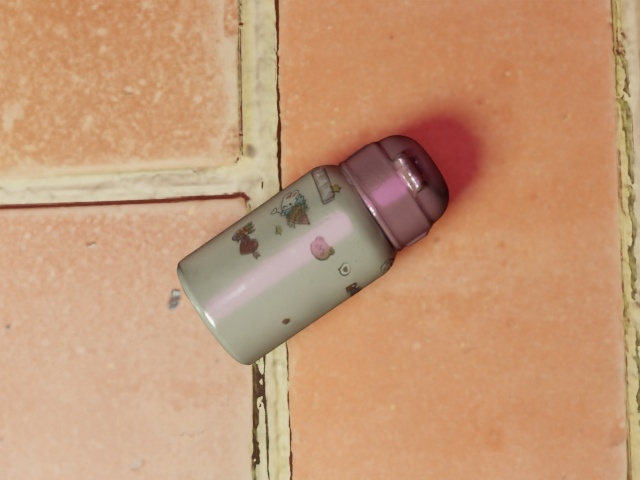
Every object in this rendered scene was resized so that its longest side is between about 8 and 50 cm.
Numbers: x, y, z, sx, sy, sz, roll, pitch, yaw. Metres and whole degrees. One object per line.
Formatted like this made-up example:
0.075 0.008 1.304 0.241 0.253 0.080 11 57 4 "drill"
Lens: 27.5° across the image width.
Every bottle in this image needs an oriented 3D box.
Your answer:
0.000 0.000 1.111 0.233 0.110 0.110 -35 84 1 "bottle"
